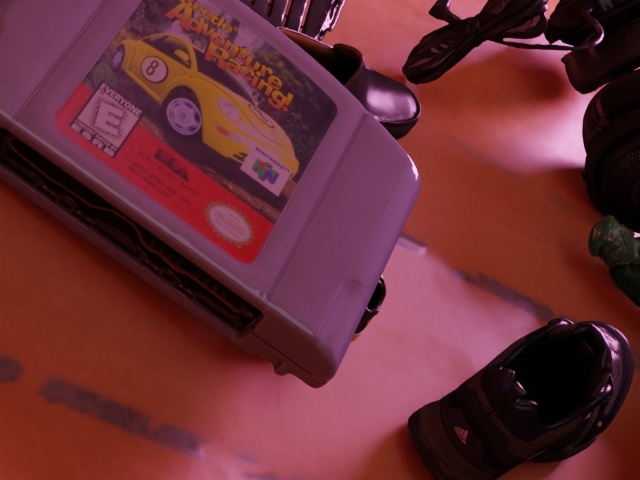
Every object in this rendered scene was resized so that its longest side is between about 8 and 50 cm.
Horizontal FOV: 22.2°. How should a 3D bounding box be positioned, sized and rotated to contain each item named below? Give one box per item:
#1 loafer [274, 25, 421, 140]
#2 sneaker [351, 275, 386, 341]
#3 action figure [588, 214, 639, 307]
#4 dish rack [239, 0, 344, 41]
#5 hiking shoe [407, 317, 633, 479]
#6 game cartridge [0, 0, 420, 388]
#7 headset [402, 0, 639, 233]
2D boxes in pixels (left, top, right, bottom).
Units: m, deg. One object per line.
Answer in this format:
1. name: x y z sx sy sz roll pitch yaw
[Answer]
1. loafer: 0.011 -0.106 1.121 0.170 0.061 0.062 6 56 -42
2. sneaker: 0.030 0.029 1.057 0.031 0.035 0.083 33 43 -22
3. action figure: 0.302 0.048 1.253 0.232 0.137 0.063 29 83 -16
4. dish rack: -0.079 -0.261 1.145 0.271 0.074 0.208 34 43 -20
5. hiking shoe: 0.162 0.096 1.068 0.227 0.114 0.086 -23 78 -50
6. game cartridge: -0.079 -0.065 0.982 0.294 0.060 0.196 36 44 -10
7. headset: 0.237 -0.117 1.323 0.394 0.185 0.243 21 50 -52
